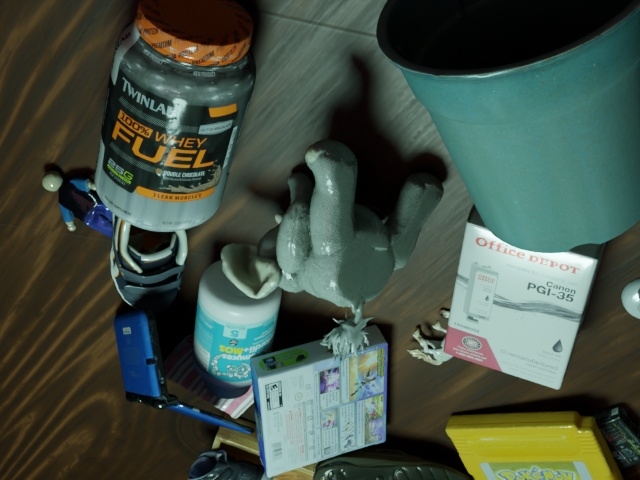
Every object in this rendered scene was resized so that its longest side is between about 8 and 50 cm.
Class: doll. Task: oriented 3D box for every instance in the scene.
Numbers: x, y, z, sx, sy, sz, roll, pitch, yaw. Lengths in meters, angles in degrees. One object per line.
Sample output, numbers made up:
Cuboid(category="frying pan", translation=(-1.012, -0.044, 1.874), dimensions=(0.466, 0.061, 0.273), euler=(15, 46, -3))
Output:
Cuboid(category="doll", translation=(-0.414, -0.058, 1.693), dimensions=(0.189, 0.046, 0.129), euler=(36, 127, -13))

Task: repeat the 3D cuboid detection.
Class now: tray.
Cuboid(category="tray", translation=(-0.038, 0.519, 2.014), dimensions=(0.411, 0.076, 0.202), euler=(21, 130, 1))

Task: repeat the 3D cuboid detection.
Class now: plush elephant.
Cuboid(category="plush elephant", translation=(0.000, 0.000, 1.510), dimensions=(0.255, 0.272, 0.330), euler=(21, 102, 47))

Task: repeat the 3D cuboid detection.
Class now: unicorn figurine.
Cuboid(category="unicorn figurine", translation=(0.236, 0.177, 1.683), dimensions=(0.111, 0.060, 0.162), euler=(37, 144, -14))

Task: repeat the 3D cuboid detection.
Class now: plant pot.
Cuboid(category="plant pot", translation=(0.288, -0.185, 1.226), dimensions=(0.341, 0.341, 0.334), euler=(-9, 132, 23))

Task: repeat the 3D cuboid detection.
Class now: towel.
Cuboid(category="towel", translation=(-0.215, 0.277, 1.906), dimensions=(0.197, 0.029, 0.144), euler=(33, 129, -10))

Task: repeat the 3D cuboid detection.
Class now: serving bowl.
Cuboid(category="serving bowl", translation=(0.533, 0.100, 1.546), dimensions=(0.083, 0.027, 0.083), euler=(9, 128, 11))

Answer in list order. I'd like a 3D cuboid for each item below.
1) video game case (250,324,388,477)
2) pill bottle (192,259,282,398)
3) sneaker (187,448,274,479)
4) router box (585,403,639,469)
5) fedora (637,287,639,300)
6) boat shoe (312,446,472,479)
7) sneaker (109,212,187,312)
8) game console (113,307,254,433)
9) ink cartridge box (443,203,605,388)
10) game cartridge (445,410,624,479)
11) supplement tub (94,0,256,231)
Cuboid(category="video game case", translation=(0.001, 0.299, 1.763), dimensions=(0.244, 0.061, 0.269), euler=(-13, 129, -14))
Cuboid(category="pill bottle", translation=(-0.156, 0.169, 1.728), dimensions=(0.146, 0.146, 0.264), euler=(15, 130, 5))
Cuboid(category="sneaker", translation=(-0.217, 0.523, 1.963), dimensions=(0.153, 0.101, 0.268), euler=(33, 123, -9))
Cuboid(category="router box", translation=(0.541, 0.363, 1.742), dimensions=(0.092, 0.038, 0.122), euler=(-31, 113, 33))
Cuboid(category="fedora", translation=(0.549, 0.077, 1.335), dimensions=(0.275, 0.244, 0.124), euler=(-32, 83, 33))
Cuboid(category="boat shoe", translation=(0.142, 0.463, 1.889), dimensions=(0.324, 0.120, 0.122), euler=(11, 107, -10))
Cuboid(category="sneaker", translation=(-0.297, 0.031, 1.646), dimensions=(0.126, 0.127, 0.321), euler=(-19, 135, -18))
Cuboid(category="game console", translation=(-0.261, 0.243, 1.768), dimensions=(0.293, 0.173, 0.250), euler=(164, 96, -66))
Cuboid(category="ink cartridge box", translation=(0.322, 0.075, 1.515), dimensions=(0.207, 0.117, 0.283), euler=(17, 131, 17))
Cuboid(category="game cartridge", translation=(0.425, 0.450, 1.809), dimensions=(0.285, 0.052, 0.323), euler=(-10, 126, 34))
Cuboid(category="supplement tub", translation=(-0.217, -0.195, 1.424), dimensions=(0.207, 0.207, 0.338), euler=(20, 130, 0))
